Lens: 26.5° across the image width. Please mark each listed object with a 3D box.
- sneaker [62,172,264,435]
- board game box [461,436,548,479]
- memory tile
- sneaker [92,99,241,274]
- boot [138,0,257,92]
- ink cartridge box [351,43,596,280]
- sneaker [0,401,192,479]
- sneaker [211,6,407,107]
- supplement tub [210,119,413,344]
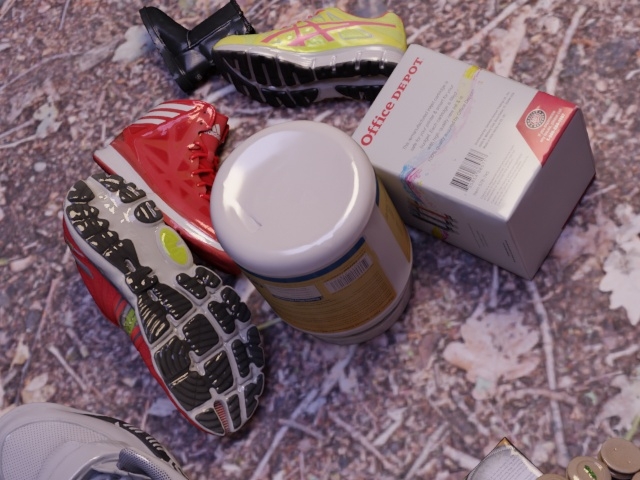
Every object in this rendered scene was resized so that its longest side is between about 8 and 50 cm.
[{"bbox_3d":[-0.150,0.064,1.283,0.107,0.118,0.279,-27,77,-27],"label":"sneaker"},{"bbox_3d":[0.125,0.302,1.097,0.243,0.042,0.165,-44,59,-6],"label":"board game box"},{"bbox_3d":[0.248,0.225,1.075,0.113,0.012,0.148,-18,49,-29],"label":"memory tile"},{"bbox_3d":[-0.120,-0.069,1.344,0.221,0.087,0.128,39,83,29],"label":"sneaker"},{"bbox_3d":[-0.128,-0.223,1.447,0.099,0.045,0.121,-33,66,4],"label":"boot"},{"bbox_3d":[0.136,-0.072,1.231,0.176,0.127,0.128,27,76,28],"label":"ink cartridge box"},{"bbox_3d":[-0.178,0.222,1.143,0.366,0.210,0.137,29,76,29],"label":"sneaker"},{"bbox_3d":[-0.007,-0.194,1.379,0.209,0.081,0.094,4,59,13],"label":"sneaker"},{"bbox_3d":[0.000,0.000,1.200,0.144,0.199,0.144,-8,62,15],"label":"supplement tub"}]
